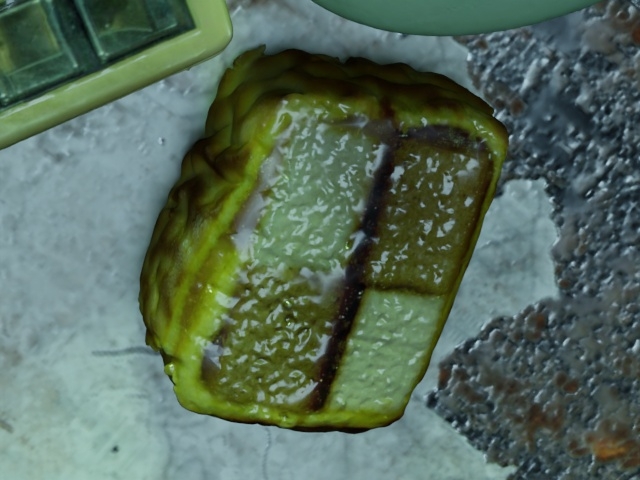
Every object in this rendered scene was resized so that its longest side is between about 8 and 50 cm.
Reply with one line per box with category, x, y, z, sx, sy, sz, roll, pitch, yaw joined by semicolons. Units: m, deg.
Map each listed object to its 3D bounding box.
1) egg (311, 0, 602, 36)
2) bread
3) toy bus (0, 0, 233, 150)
egg;0.117;-0.263;0.824;0.389;0.276;0.276;-44;117;10
bread;0.000;0.000;1.015;0.181;0.096;0.222;12;109;-23
toy bus;-0.237;-0.117;0.851;0.365;0.177;0.202;-23;123;-6
